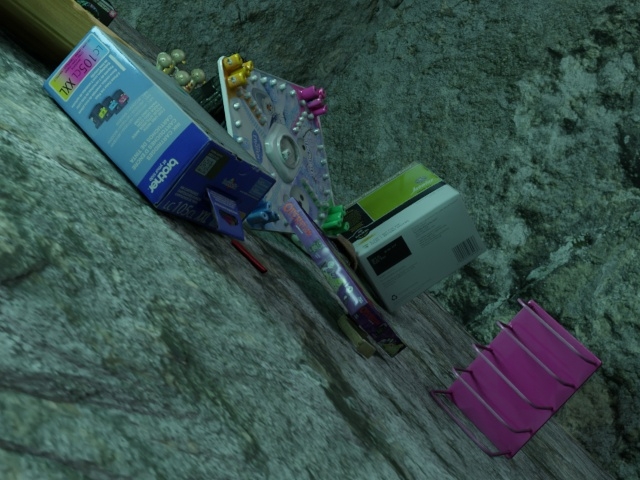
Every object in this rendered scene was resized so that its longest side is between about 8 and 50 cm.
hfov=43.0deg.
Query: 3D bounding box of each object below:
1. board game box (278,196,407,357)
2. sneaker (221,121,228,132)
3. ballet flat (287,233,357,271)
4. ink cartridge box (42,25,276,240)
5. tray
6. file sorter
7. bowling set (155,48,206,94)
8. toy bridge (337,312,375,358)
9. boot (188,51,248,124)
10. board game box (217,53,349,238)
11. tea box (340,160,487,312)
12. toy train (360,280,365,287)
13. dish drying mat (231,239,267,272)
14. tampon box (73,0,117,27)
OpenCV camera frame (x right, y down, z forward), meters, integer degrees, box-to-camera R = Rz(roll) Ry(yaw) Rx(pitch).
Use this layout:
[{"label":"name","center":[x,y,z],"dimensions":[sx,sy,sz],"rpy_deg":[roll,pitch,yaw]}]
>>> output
[{"label":"board game box","center":[0.043,0.074,1.698],"dimensions":[0.208,0.056,0.347],"rpy_deg":[42,10,-48]},{"label":"sneaker","center":[-0.282,-0.346,2.465],"dimensions":[0.150,0.135,0.366],"rpy_deg":[39,8,0]},{"label":"ballet flat","center":[0.000,0.000,2.047],"dimensions":[0.316,0.107,0.106],"rpy_deg":[34,29,-44]},{"label":"ink cartridge box","center":[-0.254,-0.165,1.417],"dimensions":[0.395,0.151,0.270],"rpy_deg":[43,6,22]},{"label":"tray","center":[-0.542,-0.429,1.503],"dimensions":[0.411,0.076,0.202],"rpy_deg":[38,-17,-35]},{"label":"file sorter","center":[0.407,0.290,1.717],"dimensions":[0.202,0.291,0.182],"rpy_deg":[45,10,26]},{"label":"bowling set","center":[-0.409,-0.438,2.235],"dimensions":[0.287,0.154,0.200],"rpy_deg":[45,7,25]},{"label":"toy bridge","center":[0.063,0.174,1.600],"dimensions":[0.063,0.026,0.188],"rpy_deg":[40,6,-14]},{"label":"boot","center":[-0.270,-0.354,2.040],"dimensions":[0.131,0.260,0.348],"rpy_deg":[38,8,-22]},{"label":"board game box","center":[-0.073,-0.209,1.894],"dimensions":[0.390,0.050,0.390],"rpy_deg":[6,72,-58]},{"label":"tea box","center":[0.239,-0.021,2.338],"dimensions":[0.220,0.329,0.323],"rpy_deg":[58,-1,-28]},{"label":"toy train","center":[0.098,0.116,2.196],"dimensions":[0.024,0.017,0.083],"rpy_deg":[58,14,28]},{"label":"dish drying mat","center":[-0.131,0.029,1.495],"dimensions":[0.083,0.008,0.032],"rpy_deg":[42,6,9]},{"label":"tampon box","center":[-0.525,-0.459,1.693],"dimensions":[0.120,0.161,0.101],"rpy_deg":[36,9,-33]}]
